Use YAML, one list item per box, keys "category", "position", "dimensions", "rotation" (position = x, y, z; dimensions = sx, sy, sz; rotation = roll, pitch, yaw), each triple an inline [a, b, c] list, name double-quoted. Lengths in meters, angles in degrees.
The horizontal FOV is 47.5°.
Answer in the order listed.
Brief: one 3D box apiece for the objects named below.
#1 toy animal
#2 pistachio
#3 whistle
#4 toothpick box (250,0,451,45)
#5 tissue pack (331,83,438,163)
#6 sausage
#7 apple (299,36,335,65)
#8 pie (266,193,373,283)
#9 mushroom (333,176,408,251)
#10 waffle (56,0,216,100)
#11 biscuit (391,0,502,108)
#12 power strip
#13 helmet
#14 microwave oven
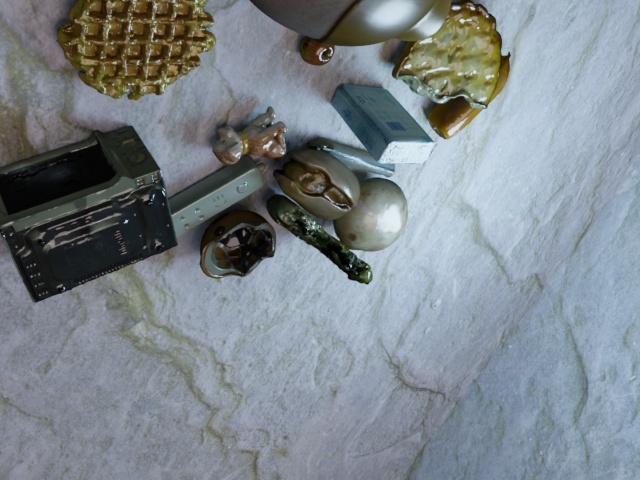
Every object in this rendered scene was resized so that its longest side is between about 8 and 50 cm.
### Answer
- category: "toy animal"
  position: [-0.182, -0.228, 1.859]
  dimensions: [0.185, 0.104, 0.184]
  rotation: [-30, 150, -19]
- category: "pistachio"
  position: [-0.005, -0.159, 1.999]
  dimensions: [0.288, 0.197, 0.166]
  rotation: [35, 91, -44]
- category: "whistle"
  position: [0.096, -0.240, 2.100]
  dimensions: [0.326, 0.068, 0.057]
  rotation: [11, 90, -45]
- category: "toothpick box"
  position: [0.059, -0.594, 1.433]
  dimensions: [0.425, 0.409, 0.409]
  rotation: [4, 125, -49]
- category: "tissue pack"
  position: [0.164, -0.306, 1.925]
  dimensions: [0.177, 0.263, 0.089]
  rotation: [-3, 133, -37]
- category: "sausage"
  position: [0.458, -0.440, 2.162]
  dimensions: [0.328, 0.112, 0.112]
  rotation: [-44, 142, 3]
- category: "apple"
  position: [-0.009, -0.469, 1.779]
  dimensions: [0.084, 0.071, 0.084]
  rotation: [-30, 147, -22]
- category: "pie"
  position: [0.000, 0.000, 2.063]
  dimensions: [0.078, 0.371, 0.296]
  rotation: [-51, 175, 2]
- category: "mushroom"
  position: [0.146, -0.075, 2.210]
  dimensions: [0.255, 0.184, 0.255]
  rotation: [-21, 141, -18]
- category: "waffle"
  position: [-0.373, -0.437, 1.513]
  dimensions: [0.325, 0.068, 0.302]
  rotation: [-42, 143, 0]
- category: "biscuit"
  position: [0.369, -0.482, 2.017]
  dimensions: [0.329, 0.078, 0.335]
  rotation: [-38, 122, -1]
- category: "power strip"
  position: [-0.308, -0.102, 1.907]
  dimensions: [0.385, 0.062, 0.091]
  rotation: [-31, 145, -9]
- category: "helmet"
  position: [-0.238, -0.003, 2.010]
  dimensions: [0.224, 0.130, 0.198]
  rotation: [-27, 138, 0]
- category: "microwave oven"
  position: [-0.530, -0.054, 1.644]
  dimensions: [0.355, 0.218, 0.286]
  rotation: [-23, 138, -20]
